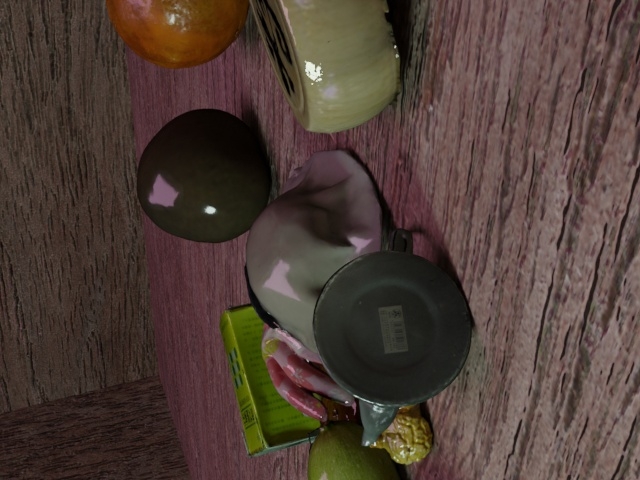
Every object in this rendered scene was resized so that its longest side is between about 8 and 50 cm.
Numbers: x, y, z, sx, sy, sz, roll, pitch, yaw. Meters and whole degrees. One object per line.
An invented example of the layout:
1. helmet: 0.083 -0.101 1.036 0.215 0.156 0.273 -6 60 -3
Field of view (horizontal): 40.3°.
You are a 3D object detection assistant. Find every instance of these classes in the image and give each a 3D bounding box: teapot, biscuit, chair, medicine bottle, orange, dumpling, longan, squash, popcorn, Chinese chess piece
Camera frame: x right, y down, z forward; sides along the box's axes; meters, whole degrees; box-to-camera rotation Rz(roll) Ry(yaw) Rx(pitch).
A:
1. teapot: 0.073 0.101 0.954 0.149 0.162 0.239 94 -176 -70
2. biscuit: 0.031 0.246 1.319 0.212 0.036 0.212 168 90 -71
3. chair: -0.001 0.327 1.353 0.086 0.037 0.042 91 170 -53
4. medicine bottle: -0.078 0.230 1.482 0.137 0.141 0.250 132 124 -64
5. orange: -0.231 -0.419 1.392 0.284 0.226 0.284 174 90 -68
6. dumpling: -0.017 0.004 1.123 0.204 0.163 0.293 97 166 -56
7. longan: -0.202 -0.115 1.526 0.215 0.246 0.246 99 156 -80
8. squash: 0.055 0.360 1.175 0.132 0.132 0.247 146 112 -71
9. popcorn: 0.089 0.233 1.066 0.084 0.084 0.084 168 90 -72
10. Chinese chess piece: -0.006 -0.242 0.931 0.257 0.104 0.257 159 90 -84

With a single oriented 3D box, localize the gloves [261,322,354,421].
1. gloves: -0.027 0.148 1.227 0.145 0.126 0.241 -54 25 33
